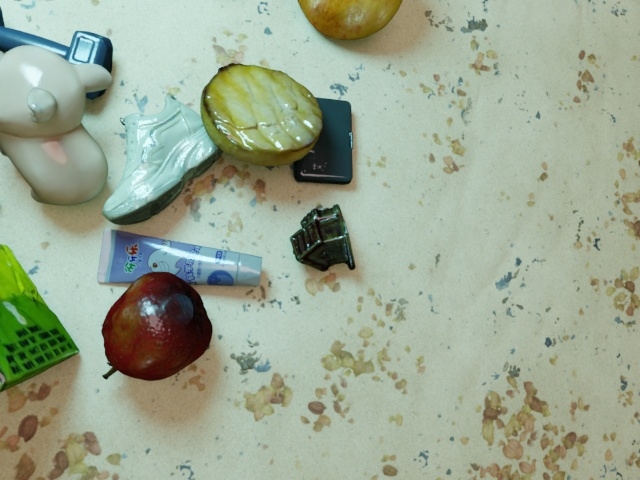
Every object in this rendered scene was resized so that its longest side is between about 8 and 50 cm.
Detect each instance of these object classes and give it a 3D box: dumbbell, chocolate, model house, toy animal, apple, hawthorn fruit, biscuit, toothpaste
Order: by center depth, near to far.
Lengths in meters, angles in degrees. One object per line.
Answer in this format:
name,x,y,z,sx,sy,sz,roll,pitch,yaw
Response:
chocolate,-0.644,0.155,0.927,0.137,0.301,0.289,-34,91,-6
toy animal,-0.563,-0.230,1.006,0.326,0.269,0.237,56,29,-20
hawthorn fruit,-0.362,0.207,1.037,0.210,0.230,0.266,42,88,3
dumbbell,-0.641,-0.430,1.095,0.316,0.156,0.144,14,49,-14
toothpaste,-0.326,0.056,1.151,0.370,0.080,0.125,7,83,-7
biscuit,-0.141,-0.296,1.169,0.296,0.102,0.297,10,55,-14
model house,-0.001,-0.005,1.237,0.152,0.106,0.165,-12,49,-5
apple,0.084,-0.685,1.268,0.298,0.275,0.299,1,84,-10

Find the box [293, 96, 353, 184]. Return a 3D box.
box,0.006,-0.264,1.293,0.160,0.050,0.231,2,81,-15

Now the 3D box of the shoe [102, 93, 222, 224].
shoe,-0.398,-0.196,1.136,0.210,0.132,0.342,44,68,-3
